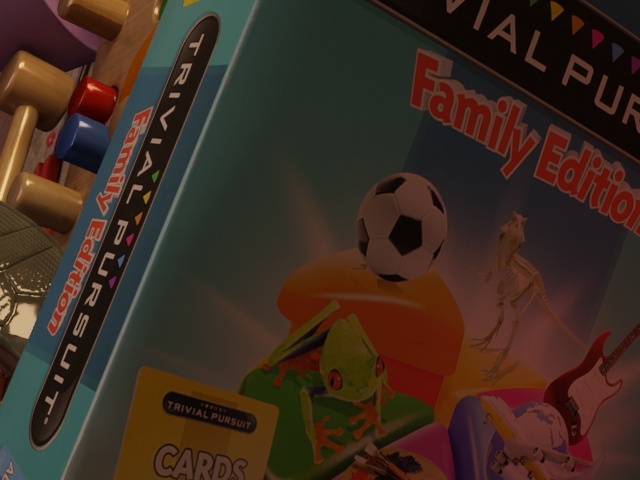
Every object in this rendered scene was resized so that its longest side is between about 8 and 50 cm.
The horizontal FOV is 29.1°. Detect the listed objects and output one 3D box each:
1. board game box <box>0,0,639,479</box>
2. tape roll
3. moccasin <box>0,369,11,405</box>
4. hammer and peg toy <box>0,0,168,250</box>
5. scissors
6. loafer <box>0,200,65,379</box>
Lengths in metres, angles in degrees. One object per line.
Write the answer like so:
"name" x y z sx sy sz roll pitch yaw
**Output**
"board game box" 0.031 0.036 0.469 0.079 0.254 0.336 13 80 58
"tape roll" -0.288 -0.295 1.186 0.090 0.275 0.275 -17 48 13
"moccasin" -0.288 0.189 0.979 0.147 0.139 0.380 -30 46 44
"hammer and peg toy" -0.155 -0.101 0.992 0.361 0.127 0.266 -23 51 51
"scissors" -0.290 -0.086 1.296 0.109 0.021 0.297 -33 44 46
"loafer" -0.198 0.075 0.866 0.267 0.096 0.084 43 131 22
